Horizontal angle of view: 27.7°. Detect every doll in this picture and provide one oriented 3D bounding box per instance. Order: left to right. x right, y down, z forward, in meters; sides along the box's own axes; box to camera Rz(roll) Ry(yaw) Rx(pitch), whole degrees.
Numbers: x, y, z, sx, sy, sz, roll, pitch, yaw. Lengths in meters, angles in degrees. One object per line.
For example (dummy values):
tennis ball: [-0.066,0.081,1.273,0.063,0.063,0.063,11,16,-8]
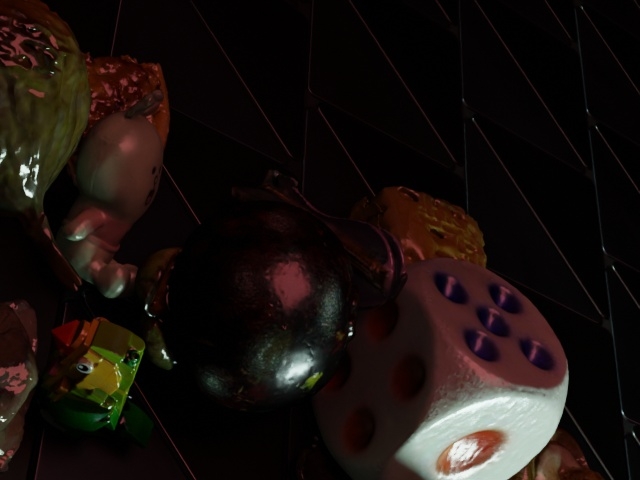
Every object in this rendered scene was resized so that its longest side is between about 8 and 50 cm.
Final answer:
doll: [-0.258,0.163,1.512,0.134,0.186,0.106,16,48,2]
doll: [-0.266,-0.061,1.629,0.113,0.275,0.155,14,10,11]
doll: [0.024,0.340,1.737,0.139,0.057,0.165,23,44,-26]

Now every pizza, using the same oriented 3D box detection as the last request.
pizza: [-0.304,-0.187,1.777,0.228,0.081,0.290,35,46,-20]

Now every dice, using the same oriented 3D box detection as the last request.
dice: [0.159,0.192,1.767,0.243,0.259,0.251,15,36,-35]

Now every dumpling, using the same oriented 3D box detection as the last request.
dumpling: [-0.396,0.187,1.434,0.166,0.086,0.332,50,45,0]

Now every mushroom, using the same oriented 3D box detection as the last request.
mushroom: [0.328,0.387,1.907,0.253,0.153,0.253,26,46,-31]

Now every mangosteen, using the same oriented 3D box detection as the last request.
mangosteen: [-0.092,0.083,1.659,0.288,0.288,0.288,23,49,-30]

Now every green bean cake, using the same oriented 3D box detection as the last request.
green bean cake: [0.157,0.042,2.005,0.229,0.131,0.224,20,49,-33]

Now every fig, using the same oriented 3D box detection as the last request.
fig: [-0.363,-0.107,1.502,0.286,0.286,0.369,-19,71,-48]

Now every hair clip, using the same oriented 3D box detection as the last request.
hair clip: [-0.001,0.002,1.801,0.358,0.110,0.095,34,-9,42]
